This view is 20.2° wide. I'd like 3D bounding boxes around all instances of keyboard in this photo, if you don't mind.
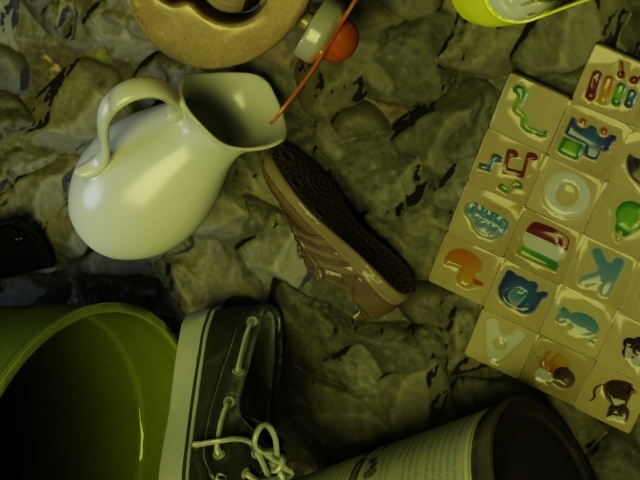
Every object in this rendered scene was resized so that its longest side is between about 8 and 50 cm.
[{"bbox_3d":[-0.368,0.001,1.842,0.192,0.038,0.100,-12,132,24],"label":"keyboard"}]

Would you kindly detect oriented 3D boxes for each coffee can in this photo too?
[{"bbox_3d":[0.101,0.281,1.683,0.275,0.201,0.201,-24,105,31],"label":"coffee can"}]

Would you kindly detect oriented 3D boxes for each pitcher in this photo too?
[{"bbox_3d":[-0.158,-0.074,1.627,0.207,0.178,0.125,-39,53,36],"label":"pitcher"}]

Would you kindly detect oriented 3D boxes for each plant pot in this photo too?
[{"bbox_3d":[-0.363,0.218,1.784,0.353,0.366,0.366,8,119,32],"label":"plant pot"}]

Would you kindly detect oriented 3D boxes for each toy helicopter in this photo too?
[{"bbox_3d":[-0.008,-0.251,1.497,0.355,0.140,0.235,-27,104,27],"label":"toy helicopter"}]

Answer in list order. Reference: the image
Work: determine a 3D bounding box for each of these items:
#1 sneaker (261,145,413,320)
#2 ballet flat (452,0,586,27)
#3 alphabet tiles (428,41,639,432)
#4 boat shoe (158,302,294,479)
[{"bbox_3d":[0.000,0.000,1.660,0.188,0.066,0.071,48,124,-5],"label":"sneaker"},{"bbox_3d":[0.200,-0.222,1.456,0.231,0.077,0.077,-15,110,28],"label":"ballet flat"},{"bbox_3d":[0.259,0.005,1.589,0.285,0.011,0.342,25,122,9],"label":"alphabet tiles"},{"bbox_3d":[-0.078,0.200,1.685,0.105,0.306,0.113,-10,144,21],"label":"boat shoe"}]
